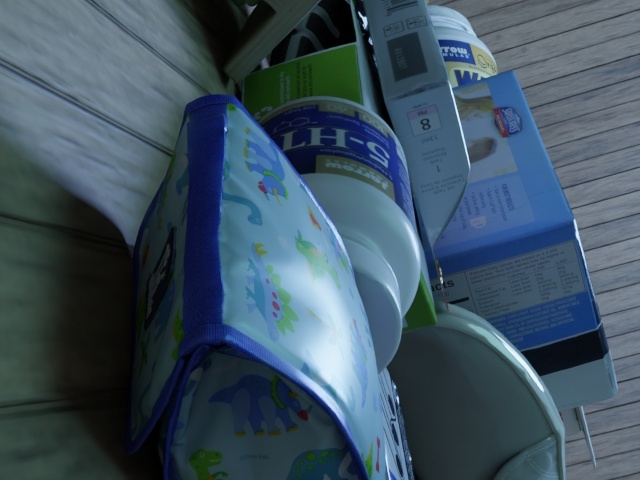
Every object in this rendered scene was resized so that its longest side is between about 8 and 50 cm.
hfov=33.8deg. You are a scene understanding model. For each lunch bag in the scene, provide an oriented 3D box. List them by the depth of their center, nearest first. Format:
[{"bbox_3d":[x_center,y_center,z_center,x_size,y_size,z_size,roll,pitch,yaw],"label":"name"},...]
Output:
[{"bbox_3d":[-0.029,0.037,0.422,0.151,0.096,0.128,79,3,-46],"label":"lunch bag"}]

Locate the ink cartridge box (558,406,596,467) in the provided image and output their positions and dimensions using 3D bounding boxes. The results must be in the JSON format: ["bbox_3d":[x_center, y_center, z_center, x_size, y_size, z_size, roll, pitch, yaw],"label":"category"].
[{"bbox_3d":[0.282,0.151,1.514,0.353,0.119,0.207,-97,168,-53],"label":"ink cartridge box"}]

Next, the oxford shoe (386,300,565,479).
[{"bbox_3d":[0.152,0.250,1.002,0.130,0.169,0.449,-59,137,-49],"label":"oxford shoe"}]

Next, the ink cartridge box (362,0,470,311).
[{"bbox_3d":[0.093,-0.087,0.889,0.189,0.066,0.232,-97,165,-49],"label":"ink cartridge box"}]

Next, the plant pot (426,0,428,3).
[{"bbox_3d":[0.055,-0.405,1.348,0.212,0.212,0.187,-105,-169,-51],"label":"plant pot"}]

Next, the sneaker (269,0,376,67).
[{"bbox_3d":[-0.017,-0.234,0.963,0.106,0.163,0.281,43,65,-51],"label":"sneaker"}]

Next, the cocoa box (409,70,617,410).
[{"bbox_3d":[0.156,0.006,1.154,0.347,0.232,0.228,-92,163,-57],"label":"cocoa box"}]

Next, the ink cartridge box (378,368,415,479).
[{"bbox_3d":[0.038,0.175,0.743,0.097,0.046,0.207,62,16,-49],"label":"ink cartridge box"}]

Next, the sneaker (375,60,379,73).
[{"bbox_3d":[0.036,-0.166,1.100,0.267,0.101,0.106,-58,142,-78],"label":"sneaker"}]

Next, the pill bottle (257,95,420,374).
[{"bbox_3d":[0.000,0.000,0.602,0.186,0.112,0.112,-90,162,-61],"label":"pill bottle"}]

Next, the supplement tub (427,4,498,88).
[{"bbox_3d":[0.178,-0.185,1.632,0.228,0.228,0.316,60,16,-56],"label":"supplement tub"}]

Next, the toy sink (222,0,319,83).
[{"bbox_3d":[-0.022,-0.252,0.734,0.131,0.234,0.152,40,28,-15],"label":"toy sink"}]

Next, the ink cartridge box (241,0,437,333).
[{"bbox_3d":[0.011,-0.069,0.835,0.255,0.097,0.188,-95,166,-50],"label":"ink cartridge box"}]
